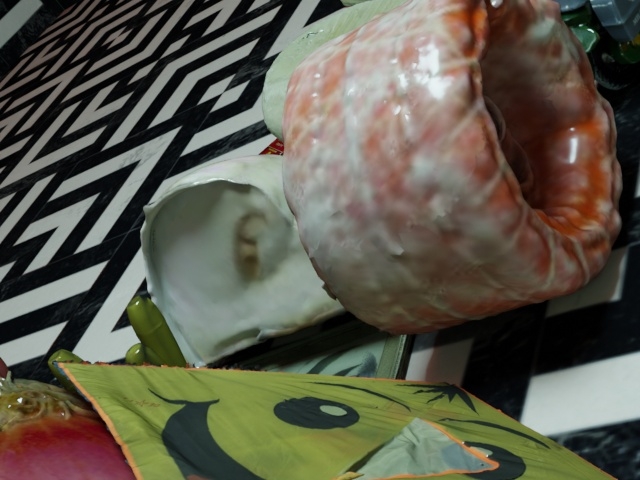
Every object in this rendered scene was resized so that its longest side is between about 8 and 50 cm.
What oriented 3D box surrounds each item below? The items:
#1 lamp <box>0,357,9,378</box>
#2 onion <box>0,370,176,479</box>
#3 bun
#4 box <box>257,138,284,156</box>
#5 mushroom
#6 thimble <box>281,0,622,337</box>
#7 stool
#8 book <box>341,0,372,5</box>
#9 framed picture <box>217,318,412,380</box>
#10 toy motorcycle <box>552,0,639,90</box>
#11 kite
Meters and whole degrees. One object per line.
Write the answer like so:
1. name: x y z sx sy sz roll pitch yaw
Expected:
1. lamp: -0.405 0.182 1.137 0.182 0.140 0.182 -13 29 7
2. onion: -0.169 0.216 0.629 0.348 0.285 0.347 -4 -3 0
3. bun: 0.054 -0.153 1.095 0.231 0.133 0.231 -21 29 12
4. box: -0.053 -0.092 1.268 0.082 0.023 0.051 -41 23 -8
5. mushroom: -0.034 -0.020 0.919 0.236 0.162 0.173 -25 18 36
6. thimble: 0.098 -0.058 0.765 0.162 0.239 0.239 -20 29 38
7. stool: -0.148 0.127 0.876 0.134 0.110 0.135 -11 34 47
8. book: 0.196 -0.403 1.463 0.260 0.043 0.371 -41 26 -14
9. framed picture: -0.034 0.136 0.853 0.231 0.010 0.173 -23 28 30
10. toy motorcycle: 0.268 -0.260 0.934 0.125 0.187 0.274 1 47 54
11. kite: 0.030 0.109 0.598 0.378 0.013 0.327 12 9 21
